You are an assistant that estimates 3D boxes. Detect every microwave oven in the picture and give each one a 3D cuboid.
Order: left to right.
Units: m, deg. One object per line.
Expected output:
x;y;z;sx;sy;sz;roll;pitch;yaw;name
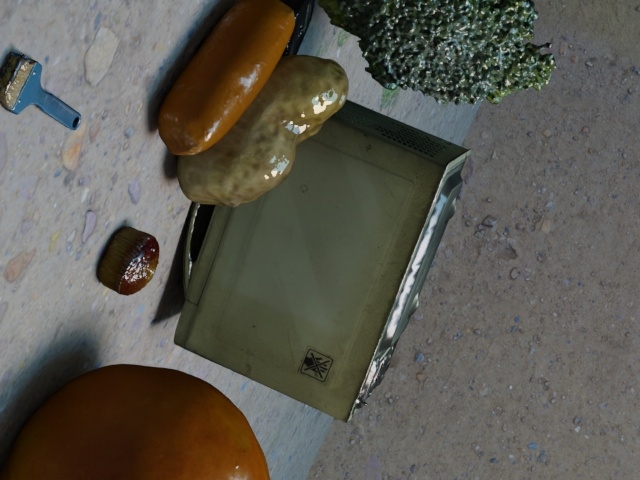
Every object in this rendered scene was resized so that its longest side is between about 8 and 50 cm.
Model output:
0.000;0.000;1.594;0.247;0.333;0.394;-39;151;-72;microwave oven

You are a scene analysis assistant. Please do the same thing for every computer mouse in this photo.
-0.048;-0.291;1.466;0.172;0.057;0.099;-68;171;-46;computer mouse

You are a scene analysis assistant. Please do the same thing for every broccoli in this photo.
0.127;-0.378;1.633;0.275;0.397;0.353;-29;142;3;broccoli

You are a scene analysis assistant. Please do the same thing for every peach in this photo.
-0.213;0.323;1.332;0.343;0.302;0.342;-50;152;-39;peach

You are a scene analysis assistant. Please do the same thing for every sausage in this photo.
-0.109;-0.201;1.300;0.238;0.098;0.098;-57;165;-24;sausage

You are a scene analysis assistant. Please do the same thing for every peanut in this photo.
-0.073;-0.139;1.386;0.253;0.137;0.122;-51;157;-3;peanut

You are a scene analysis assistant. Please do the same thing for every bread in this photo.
-0.228;0.028;1.332;0.085;0.053;0.085;-59;165;-25;bread

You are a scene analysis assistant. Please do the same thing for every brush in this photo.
-0.257;-0.131;1.021;0.051;0.014;0.164;-63;168;-3;brush
